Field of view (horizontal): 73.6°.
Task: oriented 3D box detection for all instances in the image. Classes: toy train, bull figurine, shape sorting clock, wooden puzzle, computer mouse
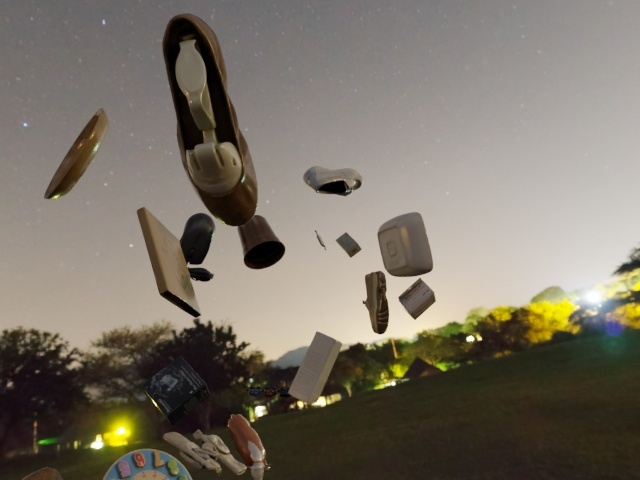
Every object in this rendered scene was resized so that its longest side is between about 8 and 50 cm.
[{"bbox_3d":[-0.177,0.526,1.479,0.158,0.036,0.027,7,-55,-13],"label":"toy train"},{"bbox_3d":[-0.285,0.851,1.736,0.101,0.310,0.188,-22,-44,-21],"label":"bull figurine"},{"bbox_3d":[-0.347,0.525,0.877,0.040,0.206,0.206,-47,-32,20],"label":"shape sorting clock"},{"bbox_3d":[0.000,0.000,1.566,0.006,0.083,0.049,-29,-17,9],"label":"wooden puzzle"},{"bbox_3d":[-0.483,0.016,1.677,0.189,0.272,0.072,18,-15,-21],"label":"computer mouse"}]

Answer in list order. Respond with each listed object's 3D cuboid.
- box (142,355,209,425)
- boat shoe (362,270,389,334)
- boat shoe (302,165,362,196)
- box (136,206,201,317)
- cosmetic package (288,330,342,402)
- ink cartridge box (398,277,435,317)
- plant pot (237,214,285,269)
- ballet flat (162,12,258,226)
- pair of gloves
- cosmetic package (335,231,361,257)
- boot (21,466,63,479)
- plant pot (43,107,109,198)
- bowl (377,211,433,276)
[{"bbox_3d":[-0.500,0.520,1.489,0.158,0.156,0.093,-37,-31,-31],"label":"box"},{"bbox_3d":[0.161,0.188,1.282,0.072,0.189,0.068,-14,-28,34],"label":"boat shoe"},{"bbox_3d":[0.042,-0.130,0.983,0.184,0.063,0.066,4,-46,-51],"label":"boat shoe"},{"bbox_3d":[-0.311,0.049,0.888,0.021,0.201,0.164,-26,-26,-3],"label":"box"},{"bbox_3d":[-0.014,0.442,1.493,0.086,0.231,0.117,20,-13,21],"label":"cosmetic package"},{"bbox_3d":[0.323,0.197,1.422,0.104,0.060,0.180,-42,-26,0],"label":"ink cartridge box"},{"bbox_3d":[-0.243,-0.002,1.677,0.167,0.165,0.167,-18,-36,-14],"label":"plant pot"},{"bbox_3d":[-0.178,-0.182,0.671,0.116,0.342,0.124,-10,9,-3],"label":"ballet flat"},{"bbox_3d":[-0.344,0.647,1.316,0.204,0.042,0.240,24,-13,30],"label":"pair of gloves"},{"bbox_3d":[0.112,0.017,1.725,0.060,0.115,0.041,-37,-59,-1],"label":"cosmetic package"},{"bbox_3d":[-0.737,0.786,1.192,0.115,0.305,0.112,-22,-11,-48],"label":"boot"},{"bbox_3d":[-0.537,-0.188,0.954,0.236,0.236,0.032,-24,-43,36],"label":"plant pot"},{"bbox_3d":[0.177,0.014,0.951,0.053,0.141,0.142,-9,-6,-24],"label":"bowl"}]
